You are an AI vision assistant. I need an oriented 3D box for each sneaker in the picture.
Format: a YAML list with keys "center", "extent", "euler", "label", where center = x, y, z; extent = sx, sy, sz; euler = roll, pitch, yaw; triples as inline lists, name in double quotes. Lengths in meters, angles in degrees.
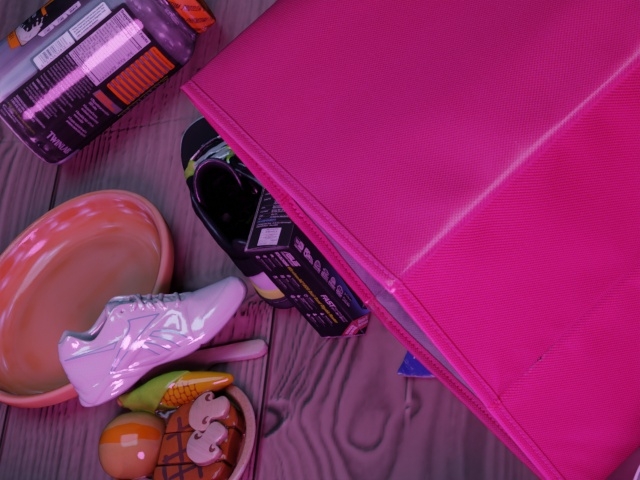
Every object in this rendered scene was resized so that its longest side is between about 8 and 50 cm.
- center: [-0.060, -0.046, 1.521]
  extent: [0.084, 0.097, 0.235]
  euler: [-40, 42, 4]
  label: "sneaker"
- center: [-0.125, 0.063, 1.480]
  extent: [0.152, 0.061, 0.054]
  euler: [-30, 11, 1]
  label: "sneaker"

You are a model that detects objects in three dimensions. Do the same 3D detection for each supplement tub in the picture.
- center: [-0.190, -0.163, 1.705]
  extent: [0.190, 0.117, 0.117]
  euler: [-38, 42, 5]
  label: "supplement tub"

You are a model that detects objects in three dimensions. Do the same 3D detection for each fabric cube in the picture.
- center: [0.125, -0.051, 1.194]
  extent: [0.258, 0.259, 0.254]
  euler: [-43, 43, -3]
  label: "fabric cube"

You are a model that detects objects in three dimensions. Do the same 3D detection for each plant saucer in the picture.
- center: [-0.195, 0.050, 1.595]
  extent: [0.200, 0.037, 0.200]
  euler: [-21, 45, 23]
  label: "plant saucer"

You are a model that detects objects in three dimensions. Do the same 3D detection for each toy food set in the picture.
- center: [-0.107, 0.151, 1.441]
  extent: [0.132, 0.038, 0.192]
  euler: [-15, 49, 29]
  label: "toy food set"

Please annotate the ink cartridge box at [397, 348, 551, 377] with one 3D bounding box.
- center: [0.166, -0.007, 1.353]
  extent: [0.224, 0.045, 0.223]
  euler: [-2, 56, 37]
  label: "ink cartridge box"

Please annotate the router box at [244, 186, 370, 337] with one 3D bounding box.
- center: [0.000, 0.000, 1.419]
  extent: [0.038, 0.122, 0.092]
  euler: [-6, 55, 29]
  label: "router box"

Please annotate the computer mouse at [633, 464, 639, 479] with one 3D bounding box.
- center: [0.181, 0.174, 1.060]
  extent: [0.193, 0.042, 0.106]
  euler: [-56, 27, -14]
  label: "computer mouse"
